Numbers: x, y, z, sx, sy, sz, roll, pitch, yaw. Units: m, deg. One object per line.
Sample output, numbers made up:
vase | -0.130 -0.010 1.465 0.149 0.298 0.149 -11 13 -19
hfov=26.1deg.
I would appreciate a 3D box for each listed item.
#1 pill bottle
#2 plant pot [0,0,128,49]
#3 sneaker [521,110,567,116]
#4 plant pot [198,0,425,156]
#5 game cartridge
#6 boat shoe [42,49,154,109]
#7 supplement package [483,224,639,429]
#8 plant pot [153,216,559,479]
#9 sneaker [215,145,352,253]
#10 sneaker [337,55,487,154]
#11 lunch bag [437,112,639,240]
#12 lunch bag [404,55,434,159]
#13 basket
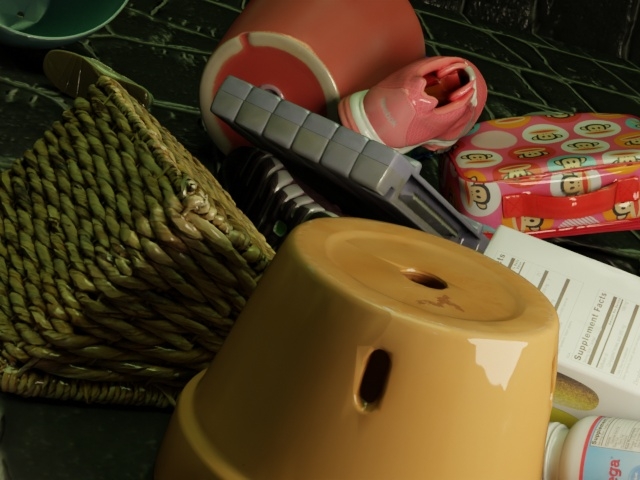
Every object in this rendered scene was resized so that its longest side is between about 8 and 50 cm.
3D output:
pill bottle | 0.246 0.186 1.099 0.160 0.087 0.087 3 10 30
plant pot | -0.427 -0.393 1.976 0.290 0.290 0.195 8 -16 -26
sneaker | 0.355 -0.133 2.125 0.115 0.105 0.281 9 21 -24
plant pot | -0.024 -0.212 1.803 0.274 0.275 0.243 21 29 12
game cartridge | 0.044 -0.070 1.535 0.230 0.068 0.355 32 -1 27
boat shoe | -0.297 -0.211 1.849 0.153 0.056 0.048 20 9 3
supplement package | 0.234 0.114 1.205 0.244 0.139 0.134 21 46 13
plant pot | 0.045 0.113 0.996 0.290 0.204 0.291 16 18 -5
sneaker | 0.000 0.000 1.478 0.162 0.106 0.281 21 14 -38
sneaker | 0.153 -0.175 1.709 0.314 0.136 0.116 -29 91 -55
lunch bag | 0.308 -0.079 1.794 0.293 0.120 0.258 -6 20 -3
lunch bag | 0.121 -0.210 2.061 0.128 0.151 0.096 26 20 22
basket | -0.165 0.035 1.202 0.213 0.223 0.299 45 1 -34
